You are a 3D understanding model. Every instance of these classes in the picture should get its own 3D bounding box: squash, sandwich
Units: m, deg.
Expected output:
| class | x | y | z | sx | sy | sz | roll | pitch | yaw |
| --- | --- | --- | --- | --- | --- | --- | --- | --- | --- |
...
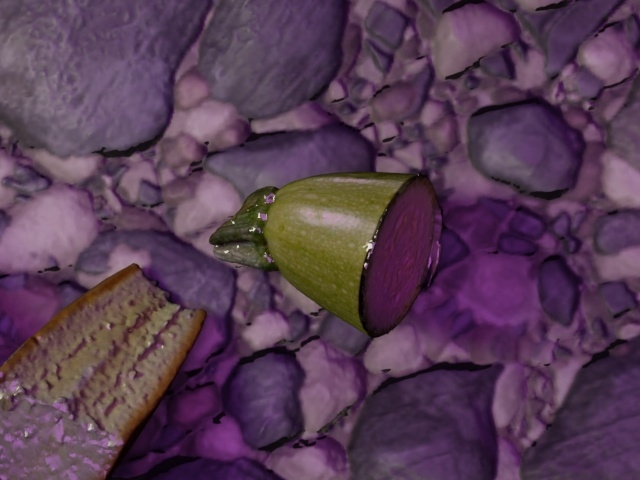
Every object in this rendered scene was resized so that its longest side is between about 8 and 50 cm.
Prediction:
| class | x | y | z | sx | sy | sz | roll | pitch | yaw |
| --- | --- | --- | --- | --- | --- | --- | --- | --- | --- |
| squash | -0.003 | -0.007 | 0.914 | 0.132 | 0.105 | 0.105 | 18 | 94 | 27 |
| sandwich | -0.177 | 0.133 | 0.934 | 0.094 | 0.096 | 0.258 | 36 | 98 | 1 |
